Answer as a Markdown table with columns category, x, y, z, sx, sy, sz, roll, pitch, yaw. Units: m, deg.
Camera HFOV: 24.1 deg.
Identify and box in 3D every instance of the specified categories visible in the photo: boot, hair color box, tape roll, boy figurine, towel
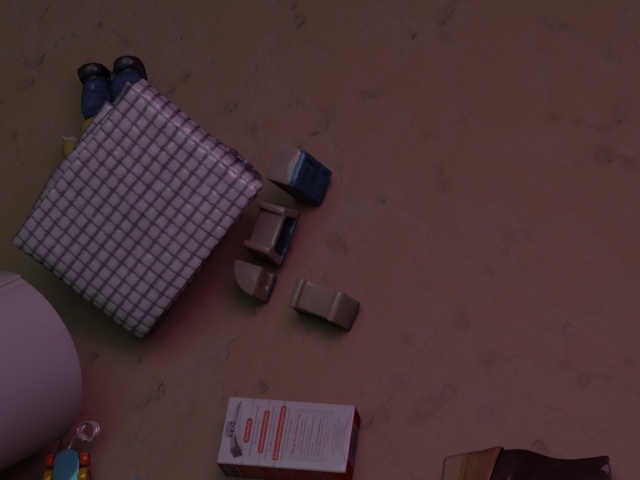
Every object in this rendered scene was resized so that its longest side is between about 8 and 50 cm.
| category | x | y | z | sx | sy | sz | roll | pitch | yaw |
| --- | --- | --- | --- | --- | --- | --- | --- | --- | --- |
| boot | 0.239 | 0.359 | 1.757 | 0.207 | 0.090 | 0.248 | 1 | 60 | 12 |
| hair color box | -0.039 | 0.254 | 1.899 | 0.167 | 0.053 | 0.093 | 3 | 62 | 12 |
| tape roll | -0.445 | 0.177 | 1.888 | 0.246 | 0.246 | 0.169 | 30 | 34 | 25 |
| boy figurine | -0.284 | -0.133 | 2.157 | 0.177 | 0.092 | 0.285 | -13 | 59 | 4 |
| towel | -0.237 | -0.045 | 1.996 | 0.235 | 0.121 | 0.283 | 38 | 99 | 2 |

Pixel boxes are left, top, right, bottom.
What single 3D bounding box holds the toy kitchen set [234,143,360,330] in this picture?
| category | x | y | z | sx | sy | sz | roll | pitch | yaw |
| --- | --- | --- | --- | --- | --- | --- | --- | --- | --- |
| toy kitchen set | 0.000 | 0.000 | 2.026 | 0.166 | 0.122 | 0.207 | 18 | 85 | 20 |

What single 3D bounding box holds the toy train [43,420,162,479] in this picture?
| category | x | y | z | sx | sy | sz | roll | pitch | yaw |
| --- | --- | --- | --- | --- | --- | --- | --- | --- | --- |
| toy train | -0.278 | 0.317 | 1.918 | 0.125 | 0.046 | 0.166 | -38 | 62 | -14 |
